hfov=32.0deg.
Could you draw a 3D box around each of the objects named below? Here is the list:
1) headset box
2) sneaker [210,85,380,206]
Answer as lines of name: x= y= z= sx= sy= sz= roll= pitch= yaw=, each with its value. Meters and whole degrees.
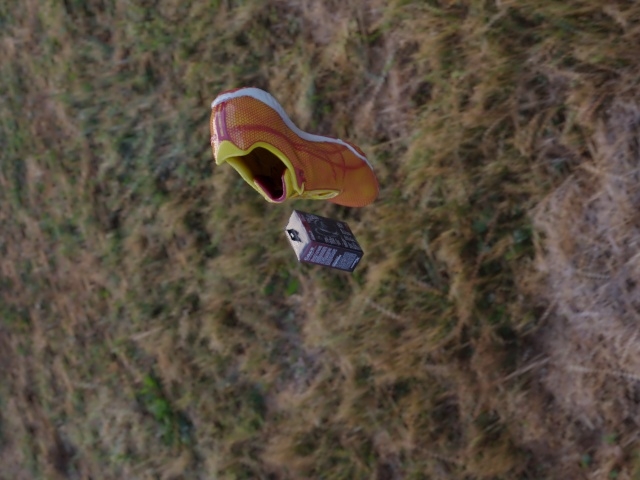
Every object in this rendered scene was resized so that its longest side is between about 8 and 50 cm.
headset box: x=0.000 y=0.000 z=1.284 sx=0.032 sy=0.083 sz=0.062 roll=-61 pitch=35 yaw=26
sneaker: x=-0.020 y=-0.050 z=0.818 sx=0.064 sy=0.175 sz=0.067 roll=-18 pitch=63 yaw=37
